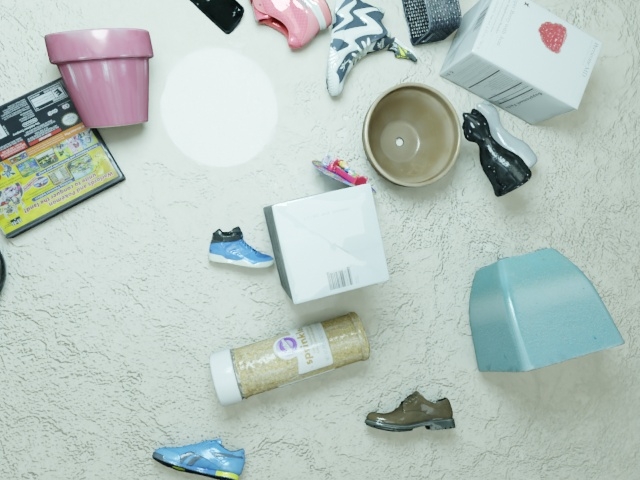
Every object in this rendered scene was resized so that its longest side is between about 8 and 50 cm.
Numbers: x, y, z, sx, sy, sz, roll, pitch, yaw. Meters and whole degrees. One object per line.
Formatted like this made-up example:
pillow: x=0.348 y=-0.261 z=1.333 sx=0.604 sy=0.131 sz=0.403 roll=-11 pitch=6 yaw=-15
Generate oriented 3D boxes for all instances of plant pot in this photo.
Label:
plant pot: x=-0.439 y=-0.331 z=1.004 sx=0.201 sy=0.201 sz=0.181 roll=-8 pitch=110 yaw=-10
plant pot: x=0.502 y=0.162 z=1.173 sx=0.247 sy=0.247 sz=0.253 roll=-12 pitch=76 yaw=-10
plant pot: x=0.204 y=-0.242 z=1.160 sx=0.237 sy=0.109 sz=0.238 roll=0 pitch=91 yaw=-11

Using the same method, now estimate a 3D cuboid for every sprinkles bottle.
sprinkles bottle: x=-0.069 y=0.269 z=1.122 sx=0.354 sy=0.121 sz=0.122 roll=-15 pitch=95 yaw=-10

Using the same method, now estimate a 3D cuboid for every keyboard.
keyboard: x=-0.250 y=-0.573 z=1.109 sx=0.192 sy=0.038 sz=0.100 roll=43 pitch=108 yaw=-10

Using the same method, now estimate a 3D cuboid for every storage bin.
storage bin: x=0.256 y=-0.572 z=1.150 sx=0.084 sy=0.122 sz=0.180 roll=-13 pitch=94 yaw=-9

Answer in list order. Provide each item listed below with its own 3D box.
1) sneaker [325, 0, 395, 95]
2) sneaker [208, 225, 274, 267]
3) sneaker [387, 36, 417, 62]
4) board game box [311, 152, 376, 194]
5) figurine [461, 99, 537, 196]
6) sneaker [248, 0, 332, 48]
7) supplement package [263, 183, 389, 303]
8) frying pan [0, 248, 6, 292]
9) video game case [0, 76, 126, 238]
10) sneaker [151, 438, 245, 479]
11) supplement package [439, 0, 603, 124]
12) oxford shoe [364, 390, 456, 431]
sneaker: x=0.096 y=-0.449 z=1.139 sx=0.152 sy=0.094 sz=0.235 roll=7 pitch=81 yaw=-2
sneaker: x=-0.178 y=0.013 z=1.123 sx=0.151 sy=0.058 sz=0.085 roll=8 pitch=99 yaw=-4
sneaker: x=0.200 y=-0.460 z=1.194 sx=0.083 sy=0.031 sz=0.035 roll=35 pitch=99 yaw=-6
board game box: x=0.062 y=-0.159 z=1.122 sx=0.168 sy=0.133 sz=0.033 roll=23 pitch=107 yaw=-10
figurine: x=0.425 y=-0.239 z=1.176 sx=0.092 sy=0.215 sz=0.210 roll=-32 pitch=95 yaw=37
sneaker: x=-0.122 y=-0.565 z=1.086 sx=0.314 sy=0.116 sz=0.136 roll=43 pitch=91 yaw=-7
supplement package: x=0.000 y=0.000 z=1.051 sx=0.199 sy=0.262 sz=0.198 roll=-13 pitch=95 yaw=-10
frying pan: x=-0.820 y=0.079 z=1.009 sx=0.325 sy=0.053 sz=0.198 roll=-15 pitch=95 yaw=-8
video game case: x=-0.610 y=-0.178 z=1.048 sx=0.274 sy=0.035 sz=0.248 roll=-30 pitch=97 yaw=-9
sneaker: x=-0.278 y=0.497 z=1.127 sx=0.209 sy=0.069 sz=0.082 roll=13 pitch=57 yaw=-2
supplement package: x=0.475 y=-0.436 z=1.169 sx=0.292 sy=0.175 sz=0.178 roll=23 pitch=87 yaw=-11
oxford shoe: x=0.217 y=0.426 z=1.212 sx=0.226 sy=0.083 sz=0.096 roll=-1 pitch=73 yaw=-11
